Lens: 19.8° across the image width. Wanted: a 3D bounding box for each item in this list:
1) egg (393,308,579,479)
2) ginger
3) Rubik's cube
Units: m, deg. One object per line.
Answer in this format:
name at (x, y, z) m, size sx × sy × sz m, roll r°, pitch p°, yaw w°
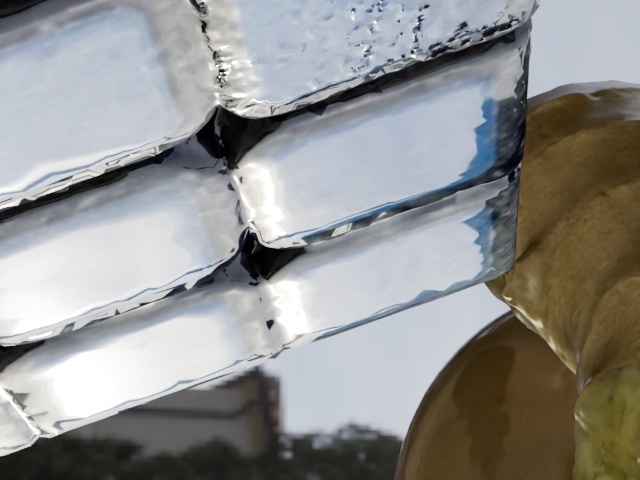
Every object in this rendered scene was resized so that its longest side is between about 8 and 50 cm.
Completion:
egg at (0.198, 0.214, 1.327) m, size 0.301 × 0.301 × 0.374 m, roll -37°, pitch -142°, yaw 56°
ginger at (0.186, 0.028, 0.907) m, size 0.375 × 0.236 × 0.166 m, roll -105°, pitch -149°, yaw -53°
Rubik's cube at (-0.118, -0.119, 0.615) m, size 0.305 × 0.301 × 0.304 m, roll 80°, pitch -9°, yaw -65°
